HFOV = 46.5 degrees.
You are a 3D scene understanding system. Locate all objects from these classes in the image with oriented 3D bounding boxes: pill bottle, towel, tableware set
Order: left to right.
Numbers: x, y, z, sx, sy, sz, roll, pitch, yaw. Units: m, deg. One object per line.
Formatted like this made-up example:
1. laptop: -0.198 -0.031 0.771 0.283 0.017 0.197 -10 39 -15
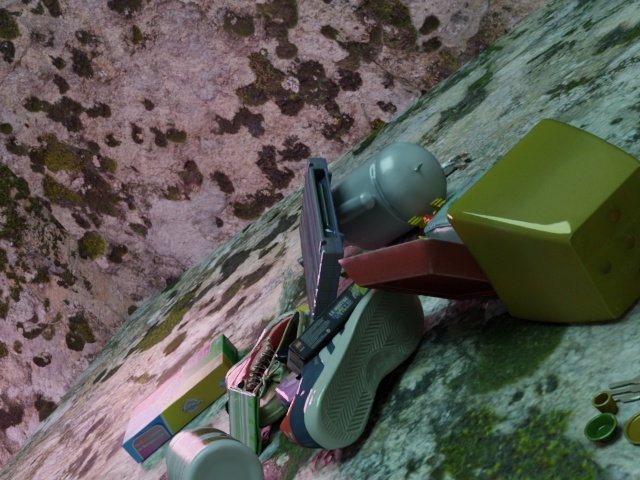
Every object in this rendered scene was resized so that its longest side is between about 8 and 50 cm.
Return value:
1. pill bottle: -0.189 0.386 1.260 0.131 0.131 0.229 -44 13 -20
2. towel: -0.141 0.338 1.405 0.023 0.113 0.152 -2 -3 -25
3. tableware set: 0.339 0.158 0.746 0.154 0.024 0.104 -27 18 46

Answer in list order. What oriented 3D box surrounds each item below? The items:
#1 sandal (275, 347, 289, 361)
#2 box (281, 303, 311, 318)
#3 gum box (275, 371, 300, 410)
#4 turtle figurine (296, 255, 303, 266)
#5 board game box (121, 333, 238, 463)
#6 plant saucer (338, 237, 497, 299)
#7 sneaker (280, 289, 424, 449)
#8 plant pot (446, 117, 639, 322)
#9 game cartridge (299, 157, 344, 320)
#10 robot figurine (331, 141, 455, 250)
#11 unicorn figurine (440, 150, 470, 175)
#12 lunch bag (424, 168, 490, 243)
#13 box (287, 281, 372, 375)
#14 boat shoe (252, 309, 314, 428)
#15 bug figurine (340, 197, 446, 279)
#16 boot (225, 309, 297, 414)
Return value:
1. sandal: 0.001 0.212 1.433 0.179 0.040 0.067 -15 9 -17
2. box: -0.065 0.203 1.761 0.179 0.043 0.105 -31 14 43
3. gum box: 0.009 0.242 1.343 0.188 0.062 0.107 -42 12 -12
4. turtle figurine: 0.044 -0.003 2.023 0.234 0.118 0.175 -47 13 -4
5. board game box: -0.346 0.390 1.879 0.316 0.064 0.242 -40 12 0
6. plant saucer: 0.197 0.054 1.166 0.259 0.258 0.047 -19 65 61
7. sneaker: 0.046 0.199 1.235 0.148 0.131 0.350 -30 13 48
8. plant pot: 0.337 -0.015 0.981 0.212 0.212 0.187 -42 23 -11
9. game cartridge: 0.000 0.000 1.708 0.068 0.230 0.355 -2 40 -6
10. robot figurine: 0.160 -0.105 1.789 0.300 0.199 0.353 -25 -6 -45
11. unicorn figurine: 0.326 -0.191 1.990 0.162 0.060 0.111 -21 15 11
12. lunch bag: 0.337 -0.060 1.336 0.224 0.108 0.279 -42 13 -24
13. box: 0.025 0.142 1.303 0.207 0.036 0.114 -44 -15 -21
14. boat shoe: -0.073 0.254 1.482 0.104 0.089 0.285 -31 16 33
15. bug figurine: 0.184 0.027 1.570 0.279 0.072 0.216 -37 18 -6
16. boot: -0.108 0.264 1.579 0.244 0.088 0.176 -47 12 5
